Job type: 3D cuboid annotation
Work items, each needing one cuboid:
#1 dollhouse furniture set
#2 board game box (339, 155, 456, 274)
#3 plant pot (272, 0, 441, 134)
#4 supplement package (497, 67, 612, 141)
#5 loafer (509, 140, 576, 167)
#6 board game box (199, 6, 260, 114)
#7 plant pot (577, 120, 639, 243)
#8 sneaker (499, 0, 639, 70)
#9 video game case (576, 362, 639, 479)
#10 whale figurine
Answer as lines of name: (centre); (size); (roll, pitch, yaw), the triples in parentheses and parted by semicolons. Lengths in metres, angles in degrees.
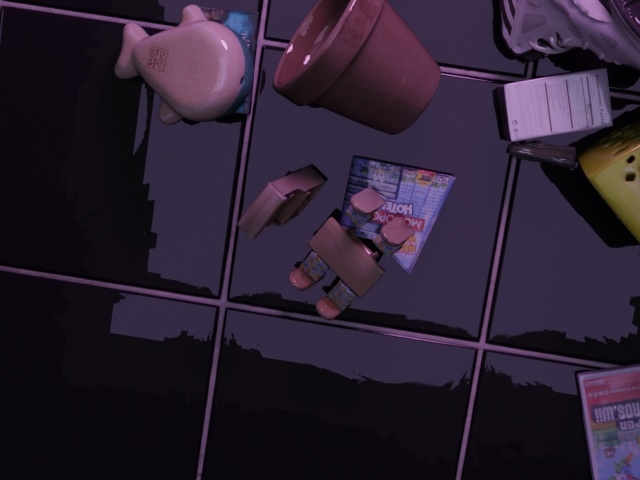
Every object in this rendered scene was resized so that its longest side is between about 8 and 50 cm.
dollhouse furniture set: (0.000, 0.000, 1.733); (0.242, 0.161, 0.212); (45, 121, 9)
board game box: (0.135, -0.043, 1.805); (0.194, 0.060, 0.194); (11, 97, 2)
plant pot: (0.081, -0.307, 1.699); (0.229, 0.263, 0.263); (32, 98, -18)
supplement package: (0.416, -0.241, 1.739); (0.179, 0.105, 0.105); (-9, 96, 4)
loafer: (0.407, -0.163, 1.785); (0.125, 0.045, 0.039); (12, 81, -4)
board game box: (-0.183, -0.332, 1.806); (0.126, 0.026, 0.186); (6, 97, 3)
plant pot: (0.596, -0.107, 1.668); (0.207, 0.227, 0.228); (-38, 96, 17)
sneaker: (0.468, -0.359, 1.638); (0.169, 0.257, 0.447); (-26, 67, -27)
video game case: (0.607, 0.374, 1.843); (0.204, 0.025, 0.285); (-10, 97, 5)
whale figurine: (-0.240, -0.311, 1.750); (0.272, 0.141, 0.216); (17, 99, 27)
